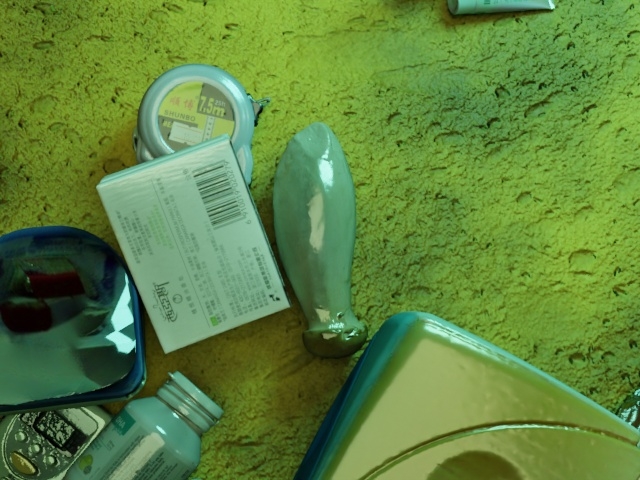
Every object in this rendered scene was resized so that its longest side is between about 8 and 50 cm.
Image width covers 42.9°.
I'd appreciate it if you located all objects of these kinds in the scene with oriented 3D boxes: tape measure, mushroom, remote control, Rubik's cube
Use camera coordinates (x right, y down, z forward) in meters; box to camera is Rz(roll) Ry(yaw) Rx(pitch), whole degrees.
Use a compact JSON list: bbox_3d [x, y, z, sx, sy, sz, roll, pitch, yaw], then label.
[{"bbox_3d":[-0.379,0.115,1.132,0.259,0.138,0.262,-4,65,-8],"label":"tape measure"},{"bbox_3d":[0.000,0.000,1.205,0.128,0.128,0.350,-9,84,-4],"label":"mushroom"},{"bbox_3d":[-0.436,0.336,1.163,0.140,0.056,0.296,37,80,6],"label":"remote control"},{"bbox_3d":[-0.180,-0.175,1.236,0.196,0.105,0.179,16,92,-5],"label":"tape measure"},{"bbox_3d":[0.160,0.317,1.043,0.347,0.351,0.352,29,78,3],"label":"Rubik's cube"}]

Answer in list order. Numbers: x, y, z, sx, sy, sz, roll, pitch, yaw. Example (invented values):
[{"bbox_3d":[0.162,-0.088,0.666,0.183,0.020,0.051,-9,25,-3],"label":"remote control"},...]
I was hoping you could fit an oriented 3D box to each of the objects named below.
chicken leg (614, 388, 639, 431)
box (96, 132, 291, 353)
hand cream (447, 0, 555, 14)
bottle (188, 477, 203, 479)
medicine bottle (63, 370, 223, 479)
[{"bbox_3d":[0.459,0.274,1.199,0.113,0.093,0.304,35,77,15],"label":"chicken leg"},{"bbox_3d":[-0.176,0.001,1.157,0.194,0.111,0.261,-19,106,-4],"label":"box"},{"bbox_3d":[0.295,-0.400,1.325,0.174,0.047,0.076,-12,80,-13],"label":"hand cream"},{"bbox_3d":[-0.115,0.440,1.094,0.236,0.147,0.148,28,80,13],"label":"bottle"},{"bbox_3d":[-0.240,0.293,1.136,0.135,0.135,0.215,40,77,4],"label":"medicine bottle"}]
